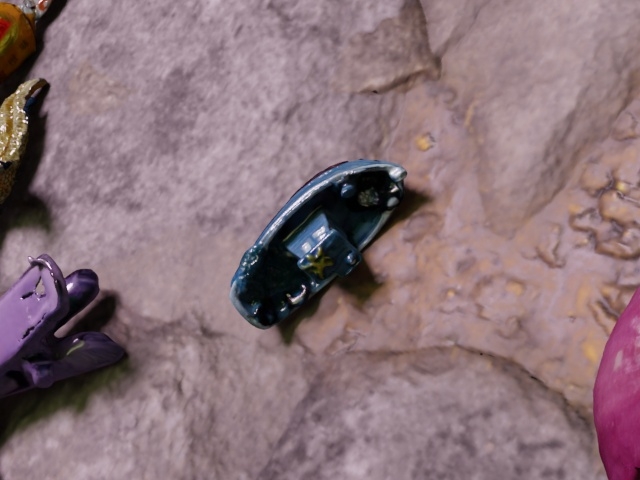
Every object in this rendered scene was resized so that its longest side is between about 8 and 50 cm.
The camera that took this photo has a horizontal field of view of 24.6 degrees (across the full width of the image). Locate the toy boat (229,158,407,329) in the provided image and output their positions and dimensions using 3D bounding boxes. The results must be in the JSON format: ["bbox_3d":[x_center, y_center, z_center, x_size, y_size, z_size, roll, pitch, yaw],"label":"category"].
[{"bbox_3d":[0.000,0.000,0.922,0.137,0.060,0.061,-44,32,1],"label":"toy boat"}]

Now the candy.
[{"bbox_3d":[-0.262,-0.150,1.171,0.053,0.046,0.182,25,68,29],"label":"candy"}]

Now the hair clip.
[{"bbox_3d":[-0.246,0.109,1.028,0.278,0.090,0.137,-36,66,24],"label":"hair clip"}]

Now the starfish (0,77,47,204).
[{"bbox_3d":[-0.278,-0.036,1.126,0.176,0.053,0.208,-31,31,26],"label":"starfish"}]

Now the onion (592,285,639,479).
[{"bbox_3d":[0.234,0.060,0.674,0.207,0.200,0.201,-46,42,49],"label":"onion"}]
